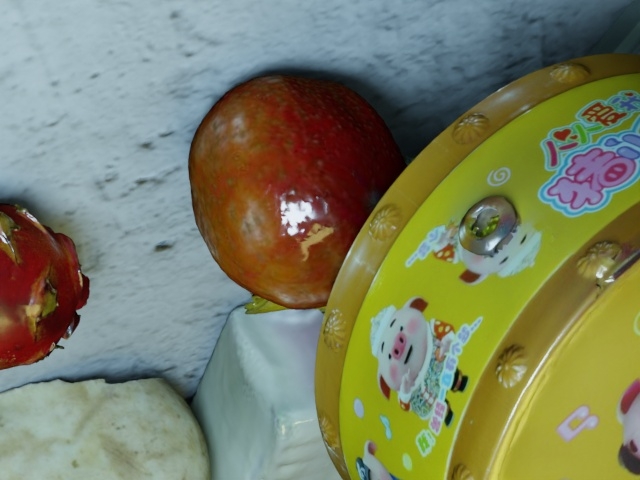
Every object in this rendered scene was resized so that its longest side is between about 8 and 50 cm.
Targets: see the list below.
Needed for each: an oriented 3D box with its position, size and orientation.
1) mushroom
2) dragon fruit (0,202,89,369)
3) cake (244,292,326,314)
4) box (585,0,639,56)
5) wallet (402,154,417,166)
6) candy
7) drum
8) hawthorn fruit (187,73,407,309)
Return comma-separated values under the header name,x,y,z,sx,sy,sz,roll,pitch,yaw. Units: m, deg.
name,x,y,z,sx,sy,sz,roll,pitch,yaw
mushroom,-0.211,0.240,1.690,0.253,0.189,0.195,-12,146,-12
dragon fruit,-0.263,0.013,1.392,0.125,0.125,0.246,-25,136,22
cake,-0.001,-0.004,1.622,0.116,0.080,0.185,-4,154,-14
box,0.321,-0.139,1.578,0.130,0.162,0.227,-11,148,-47
wallet,0.232,-0.009,1.636,0.309,0.223,0.077,-13,148,-22
candy,-0.017,0.189,1.814,0.208,0.145,0.359,-9,144,-28
drum,0.218,0.091,1.406,0.431,0.214,0.431,-17,125,-25
hawthorn fruit,-0.011,-0.026,1.444,0.169,0.188,0.169,-16,142,-13
